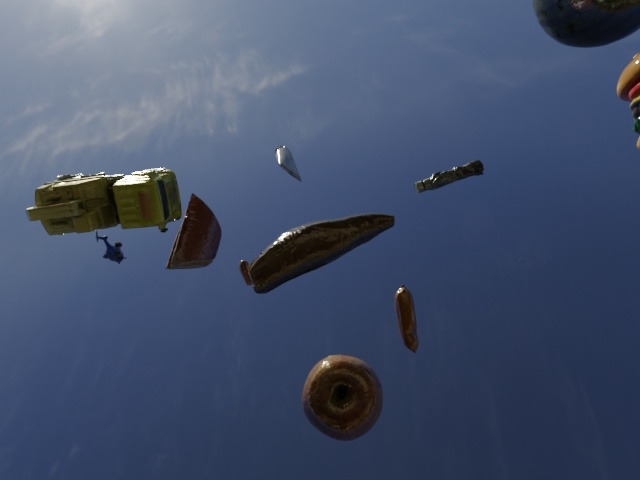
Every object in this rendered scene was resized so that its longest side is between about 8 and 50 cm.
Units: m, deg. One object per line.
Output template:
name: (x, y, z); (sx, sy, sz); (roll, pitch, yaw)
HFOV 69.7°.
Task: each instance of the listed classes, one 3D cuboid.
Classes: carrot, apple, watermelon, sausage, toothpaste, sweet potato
carrot: (-0.223, 0.095, 1.373); (0.032, 0.032, 0.093); (-22, -133, -6)
apple: (0.056, 0.400, 1.176); (0.210, 0.188, 0.211); (0, -106, 1)
watermelon: (0.474, -0.436, 0.775); (0.212, 0.212, 0.212); (-5, -125, 6)
sausage: (0.233, 0.211, 1.245); (0.054, 0.062, 0.183); (-14, -100, 41)
toothpaste: (-0.112, -0.259, 1.518); (0.057, 0.089, 0.234); (-50, -154, 13)
sweet potato: (0.000, 0.000, 0.693); (0.243, 0.077, 0.077); (-27, -124, -10)

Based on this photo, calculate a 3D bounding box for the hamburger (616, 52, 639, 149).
hamburger: (0.356, -0.142, 0.410); (0.161, 0.162, 0.115); (-17, -104, -2)

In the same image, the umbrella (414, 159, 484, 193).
umbrella: (0.348, -0.175, 1.249); (0.188, 0.050, 0.046); (-17, -125, 5)

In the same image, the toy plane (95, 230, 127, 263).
toy plane: (-0.635, 0.026, 1.385); (0.062, 0.167, 0.054); (-12, -118, -12)

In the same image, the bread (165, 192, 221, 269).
bread: (-0.266, 0.000, 1.008); (0.067, 0.119, 0.193); (-16, -130, 28)

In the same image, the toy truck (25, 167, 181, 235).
toy truck: (-0.435, -0.072, 0.925); (0.272, 0.124, 0.157); (-4, -163, 2)
